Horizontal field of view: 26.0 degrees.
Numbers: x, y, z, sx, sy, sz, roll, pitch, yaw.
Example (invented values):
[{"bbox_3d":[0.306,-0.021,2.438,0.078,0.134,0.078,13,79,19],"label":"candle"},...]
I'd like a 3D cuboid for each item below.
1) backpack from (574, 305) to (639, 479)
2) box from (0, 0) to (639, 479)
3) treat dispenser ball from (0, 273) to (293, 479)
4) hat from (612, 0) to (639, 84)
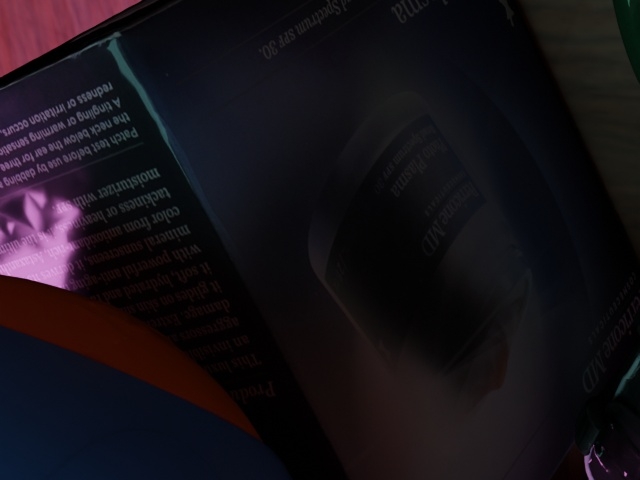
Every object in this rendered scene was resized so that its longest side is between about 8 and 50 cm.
[{"bbox_3d":[0.277,0.092,0.634,0.253,0.191,0.225,40,142,21],"label":"backpack"},{"bbox_3d":[0.000,0.000,0.704,0.183,0.296,0.294,-15,108,40],"label":"box"},{"bbox_3d":[-0.137,0.155,0.496,0.288,0.288,0.288,17,125,26],"label":"treat dispenser ball"},{"bbox_3d":[0.258,-0.133,0.628,0.208,0.183,0.173,-134,35,-66],"label":"hat"}]
